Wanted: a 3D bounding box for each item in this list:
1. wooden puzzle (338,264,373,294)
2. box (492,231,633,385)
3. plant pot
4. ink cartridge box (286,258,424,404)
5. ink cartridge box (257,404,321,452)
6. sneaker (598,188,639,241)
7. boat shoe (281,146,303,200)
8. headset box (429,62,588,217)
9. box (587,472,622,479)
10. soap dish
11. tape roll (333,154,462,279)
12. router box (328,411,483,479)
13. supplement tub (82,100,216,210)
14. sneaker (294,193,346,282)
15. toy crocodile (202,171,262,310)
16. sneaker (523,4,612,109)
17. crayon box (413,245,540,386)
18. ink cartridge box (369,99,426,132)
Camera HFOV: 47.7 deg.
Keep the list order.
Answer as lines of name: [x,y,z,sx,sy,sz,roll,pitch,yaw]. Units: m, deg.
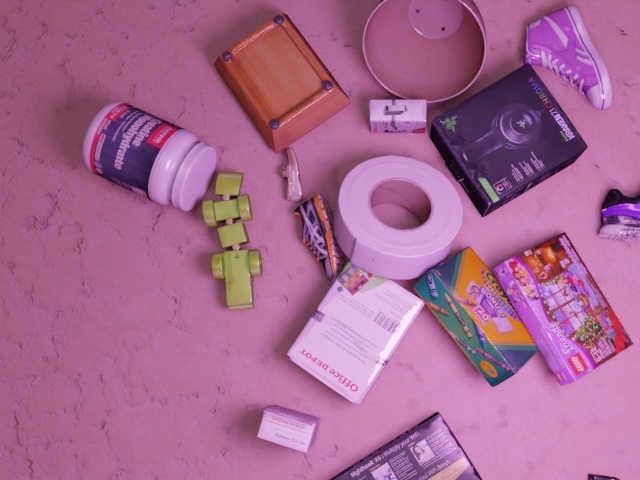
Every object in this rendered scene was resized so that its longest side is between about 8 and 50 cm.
wooden puzzle: [0.074,0.088,1.612,0.083,0.006,0.049,-43,77,-6]
box: [0.539,0.147,1.606,0.200,0.057,0.293,-23,77,-27]
plant pot: [0.257,-0.499,1.708,0.284,0.284,0.191,14,46,8]
ink cartridge box: [0.081,0.206,1.650,0.198,0.115,0.273,33,83,10]
ink cartridge box: [-0.069,0.411,1.584,0.115,0.198,0.067,15,81,8]
sneaker: [0.788,-0.068,1.642,0.293,0.102,0.146,4,79,6]
boat shoe: [-0.074,-0.161,1.764,0.045,0.050,0.136,-10,79,-2]
headset box: [0.422,-0.227,1.690,0.283,0.131,0.246,-30,78,0]
box: [0.615,0.555,1.569,0.062,0.052,0.083,5,81,6]
soap dish: [-0.099,-0.395,1.775,0.228,0.118,0.291,-35,80,-2]
tape roll: [0.173,-0.054,1.641,0.286,0.100,0.286,3,56,-5]
router box: [0.199,0.563,1.591,0.308,0.081,0.243,-31,79,-1]
supplement tub: [-0.407,-0.200,1.730,0.272,0.191,0.191,24,83,9]
sneaker: [0.000,0.000,1.720,0.083,0.084,0.215,-19,75,15]
toy crocodile: [-0.205,-0.002,1.730,0.115,0.105,0.341,-10,84,3]
sneaker: [0.579,-0.415,1.733,0.161,0.102,0.282,-20,68,5]
crayon box: [0.355,0.164,1.606,0.165,0.081,0.278,-26,74,-45]
ink cartridge box: [0.186,-0.297,1.741,0.135,0.099,0.056,1,81,6]
